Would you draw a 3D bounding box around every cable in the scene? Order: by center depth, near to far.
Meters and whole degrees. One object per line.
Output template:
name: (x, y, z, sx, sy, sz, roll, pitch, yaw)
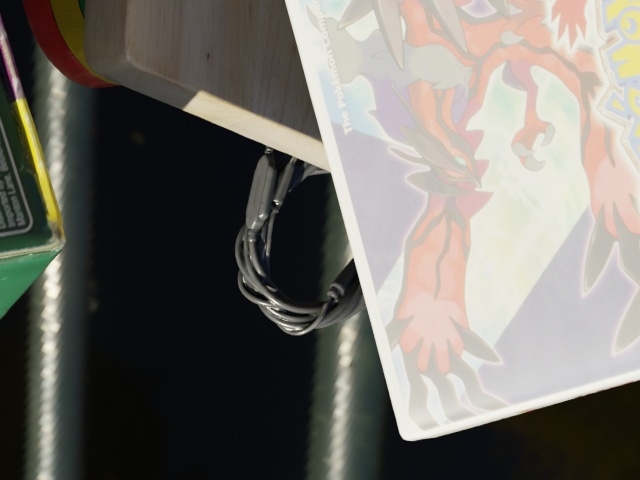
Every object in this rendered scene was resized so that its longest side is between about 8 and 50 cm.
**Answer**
cable: (0.000, 0.000, 1.776, 0.150, 0.047, 0.184, 13, 77, -18)

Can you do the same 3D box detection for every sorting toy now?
sorting toy: (-0.037, -0.167, 0.887, 0.255, 0.089, 0.257, 20, 70, -55)

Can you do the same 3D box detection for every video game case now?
video game case: (0.073, -0.048, 0.652, 0.023, 0.183, 0.201, -7, 79, -48)

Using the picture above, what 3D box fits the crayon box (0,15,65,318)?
crayon box: (-0.249, -0.099, 0.784, 0.106, 0.313, 0.363, -11, 74, -32)
